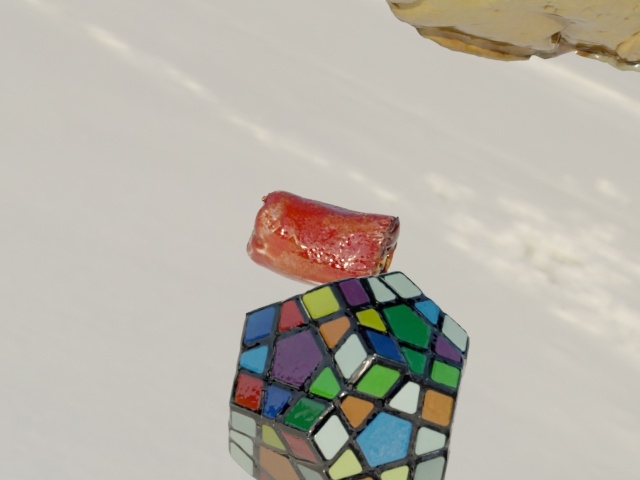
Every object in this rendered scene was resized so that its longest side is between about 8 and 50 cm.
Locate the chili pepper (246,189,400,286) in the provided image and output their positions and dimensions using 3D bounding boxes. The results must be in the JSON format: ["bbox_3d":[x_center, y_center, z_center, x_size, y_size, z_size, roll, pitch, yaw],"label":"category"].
[{"bbox_3d":[0.000,0.000,1.381,0.123,0.073,0.070,16,27,13],"label":"chili pepper"}]

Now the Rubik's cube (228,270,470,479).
[{"bbox_3d":[0.014,0.078,0.846,0.133,0.133,0.112,16,12,-25],"label":"Rubik's cube"}]

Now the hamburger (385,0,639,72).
[{"bbox_3d":[0.163,-0.191,0.807,0.260,0.144,0.283,10,-19,-35],"label":"hamburger"}]
